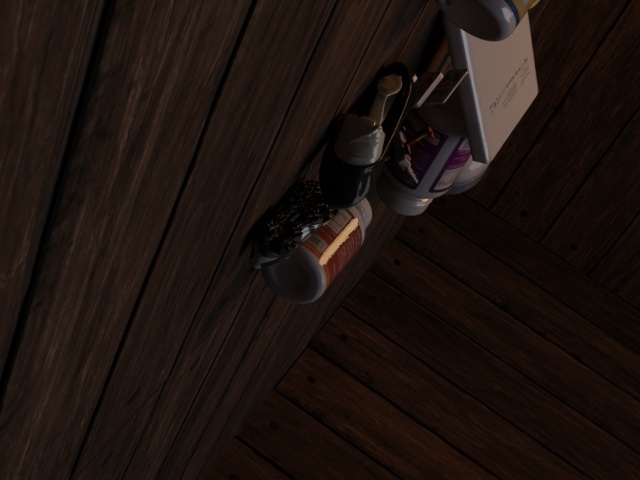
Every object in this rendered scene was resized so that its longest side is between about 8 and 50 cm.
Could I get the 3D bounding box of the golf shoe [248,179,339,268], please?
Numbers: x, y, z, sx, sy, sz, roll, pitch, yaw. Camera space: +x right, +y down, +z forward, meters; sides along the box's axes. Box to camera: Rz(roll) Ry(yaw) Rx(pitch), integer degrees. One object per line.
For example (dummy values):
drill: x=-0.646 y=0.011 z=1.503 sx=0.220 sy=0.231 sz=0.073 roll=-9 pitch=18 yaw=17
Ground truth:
golf shoe: x=-0.046 y=-0.024 z=1.617 sx=0.198 sy=0.077 sz=0.094 roll=-37 pitch=173 yaw=-48

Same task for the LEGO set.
LEGO set: x=0.129 y=-0.178 z=1.749 sx=0.182 sy=0.060 sz=0.244 roll=7 pitch=-126 yaw=54

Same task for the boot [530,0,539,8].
boot: x=0.485 y=-0.631 z=2.265 sx=0.262 sy=0.095 sz=0.203 roll=-54 pitch=174 yaw=-26

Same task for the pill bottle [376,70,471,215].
pill bottle: x=0.228 y=-0.196 z=2.242 sx=0.169 sy=0.169 sz=0.302 roll=-49 pitch=171 yaw=-45

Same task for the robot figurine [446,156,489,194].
robot figurine: x=0.314 y=-0.222 z=2.570 sx=0.299 sy=0.200 sz=0.353 roll=-27 pitch=173 yaw=1

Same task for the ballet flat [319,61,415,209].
ballet flat: x=0.071 y=-0.175 z=1.637 sx=0.096 sy=0.095 sz=0.280 roll=97 pitch=16 yaw=-54

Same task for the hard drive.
hard drive: x=0.328 y=-0.350 z=2.015 sx=0.233 sy=0.047 sz=0.353 roll=-52 pitch=143 yaw=-28

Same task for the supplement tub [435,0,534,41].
supplement tub: x=0.281 y=-0.424 z=1.637 sx=0.200 sy=0.144 sz=0.144 roll=-55 pitch=173 yaw=-10

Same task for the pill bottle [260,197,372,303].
pill bottle: x=0.000 y=0.000 z=1.784 sx=0.216 sy=0.121 sz=0.121 roll=-48 pitch=170 yaw=-46
